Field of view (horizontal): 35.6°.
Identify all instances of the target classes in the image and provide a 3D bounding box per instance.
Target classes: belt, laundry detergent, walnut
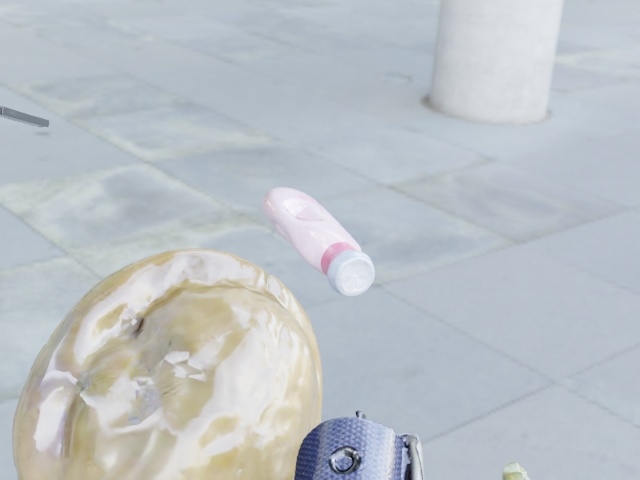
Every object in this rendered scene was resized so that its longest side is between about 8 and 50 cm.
[{"bbox_3d":[0.042,0.265,0.961,0.140,0.230,0.126,0,45,11],"label":"belt"},{"bbox_3d":[0.000,0.000,1.798,0.159,0.088,0.335,24,11,-28],"label":"laundry detergent"},{"bbox_3d":[-0.173,0.209,1.161,0.384,0.383,0.383,4,22,-1],"label":"walnut"}]

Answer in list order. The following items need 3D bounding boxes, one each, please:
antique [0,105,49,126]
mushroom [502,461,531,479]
[{"bbox_3d":[-0.507,-0.209,1.677,0.031,0.015,0.192,6,1,6],"label":"antique"},{"bbox_3d":[0.393,0.506,1.598,0.107,0.333,0.087,-22,4,9],"label":"mushroom"}]
